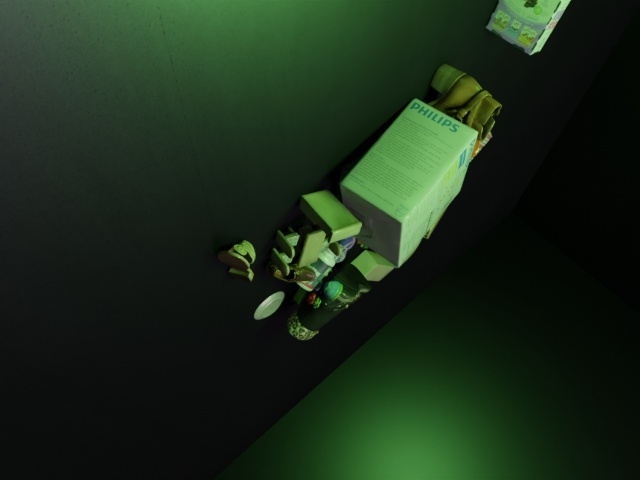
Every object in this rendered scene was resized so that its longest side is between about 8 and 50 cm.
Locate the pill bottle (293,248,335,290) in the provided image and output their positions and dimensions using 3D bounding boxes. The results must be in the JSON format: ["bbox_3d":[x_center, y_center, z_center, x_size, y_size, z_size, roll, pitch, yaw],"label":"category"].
[{"bbox_3d":[-0.014,0.072,1.644,0.180,0.108,0.108,-49,158,9],"label":"pill bottle"}]

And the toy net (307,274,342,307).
[{"bbox_3d":[-0.004,0.161,1.700,0.122,0.045,0.232,-52,-157,3],"label":"toy net"}]

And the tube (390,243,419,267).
[{"bbox_3d":[0.453,0.064,2.545,0.070,0.062,0.240,-4,-158,47],"label":"tube"}]

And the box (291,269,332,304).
[{"bbox_3d":[-0.036,0.177,1.882,0.109,0.042,0.178,-17,144,-50],"label":"box"}]

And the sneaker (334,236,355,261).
[{"bbox_3d":[0.063,0.023,1.731,0.081,0.080,0.211,-33,154,-35],"label":"sneaker"}]

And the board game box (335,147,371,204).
[{"bbox_3d":[0.104,-0.187,1.504,0.126,0.026,0.186,-35,156,-26],"label":"board game box"}]

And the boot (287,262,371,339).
[{"bbox_3d":[0.039,0.237,1.882,0.284,0.138,0.377,-44,173,16],"label":"boot"}]

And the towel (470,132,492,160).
[{"bbox_3d":[0.669,-0.403,2.135,0.197,0.029,0.144,-51,158,21],"label":"towel"}]

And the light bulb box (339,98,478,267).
[{"bbox_3d":[0.266,-0.165,1.503,0.361,0.225,0.358,-49,160,-14],"label":"light bulb box"}]

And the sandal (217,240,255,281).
[{"bbox_3d":[-0.215,0.040,1.308,0.240,0.088,0.079,91,16,-69],"label":"sandal"}]

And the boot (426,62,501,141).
[{"bbox_3d":[0.417,-0.370,1.474,0.109,0.220,0.284,-33,155,-29],"label":"boot"}]

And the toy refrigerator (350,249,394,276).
[{"bbox_3d":[0.231,0.113,2.183,0.102,0.094,0.269,-43,159,15],"label":"toy refrigerator"}]

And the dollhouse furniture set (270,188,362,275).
[{"bbox_3d":[0.000,0.000,1.431,0.212,0.161,0.242,-18,143,-34],"label":"dollhouse furniture set"}]

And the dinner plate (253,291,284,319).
[{"bbox_3d":[-0.183,0.242,1.770,0.141,0.017,0.141,-38,157,-20],"label":"dinner plate"}]

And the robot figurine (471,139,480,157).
[{"bbox_3d":[0.515,-0.360,1.798,0.128,0.158,0.219,-10,177,31],"label":"robot figurine"}]

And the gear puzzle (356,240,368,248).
[{"bbox_3d":[0.254,-0.030,2.026,0.176,0.044,0.338,-55,156,23],"label":"gear puzzle"}]

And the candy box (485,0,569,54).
[{"bbox_3d":[0.583,-0.650,1.348,0.070,0.165,0.196,-29,154,-35],"label":"candy box"}]

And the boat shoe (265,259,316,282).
[{"bbox_3d":[-0.088,0.108,1.538,0.177,0.060,0.064,14,108,-32],"label":"boat shoe"}]

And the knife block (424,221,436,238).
[{"bbox_3d":[0.493,-0.166,1.965,0.241,0.276,0.088,-12,154,-1],"label":"knife block"}]
